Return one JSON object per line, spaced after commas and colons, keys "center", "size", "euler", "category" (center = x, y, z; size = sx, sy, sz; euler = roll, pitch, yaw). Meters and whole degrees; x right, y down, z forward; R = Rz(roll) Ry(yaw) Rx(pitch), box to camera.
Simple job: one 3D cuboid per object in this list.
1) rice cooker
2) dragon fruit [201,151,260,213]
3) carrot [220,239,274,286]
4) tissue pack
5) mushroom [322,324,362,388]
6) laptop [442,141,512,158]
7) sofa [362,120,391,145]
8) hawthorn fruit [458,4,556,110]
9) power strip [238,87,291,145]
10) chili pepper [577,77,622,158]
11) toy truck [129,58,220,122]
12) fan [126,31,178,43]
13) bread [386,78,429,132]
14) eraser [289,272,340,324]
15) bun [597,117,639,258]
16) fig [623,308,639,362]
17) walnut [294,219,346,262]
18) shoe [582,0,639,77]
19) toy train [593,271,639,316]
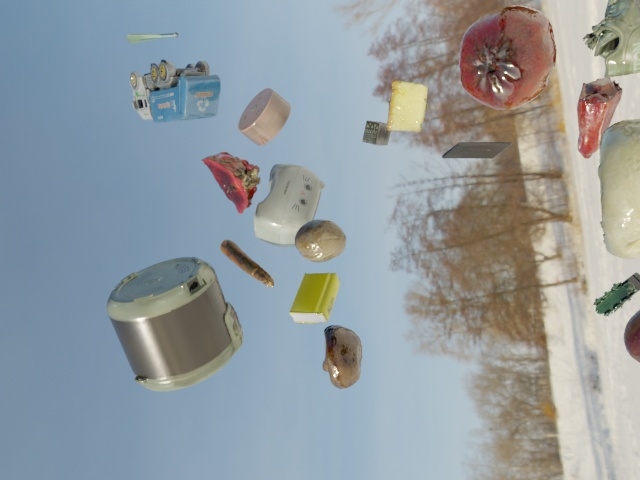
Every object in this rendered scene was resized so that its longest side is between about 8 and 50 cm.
{"center": [-0.407, 0.241, 1.611], "size": [0.335, 0.335, 0.325], "euler": [-53, -49, -59], "category": "rice cooker"}
{"center": [-0.298, -0.241, 2.153], "size": [0.134, 0.211, 0.262], "euler": [-43, -62, -25], "category": "dragon fruit"}
{"center": [-0.287, 0.096, 2.249], "size": [0.066, 0.314, 0.066], "euler": [-36, -33, -29], "category": "carrot"}
{"center": [-0.122, -0.141, 2.331], "size": [0.229, 0.235, 0.333], "euler": [98, -172, -57], "category": "tissue pack"}
{"center": [0.079, 0.382, 1.898], "size": [0.231, 0.138, 0.194], "euler": [-96, 7, -52], "category": "mushroom"}
{"center": [0.523, -0.301, 1.887], "size": [0.135, 0.197, 0.016], "euler": [135, 130, -73], "category": "laptop"}
{"center": [0.151, -0.283, 1.491], "size": [0.118, 0.039, 0.060], "euler": [-19, -57, -64], "category": "sofa"}
{"center": [0.318, -0.307, 0.928], "size": [0.194, 0.157, 0.157], "euler": [-38, -60, -37], "category": "hawthorn fruit"}
{"center": [-0.158, -0.349, 1.585], "size": [0.078, 0.154, 0.154], "euler": [33, -132, -31], "category": "power strip"}
{"center": [0.832, -0.352, 1.715], "size": [0.144, 0.136, 0.253], "euler": [-106, 6, -54], "category": "chili pepper"}
{"center": [-0.447, -0.452, 1.720], "size": [0.146, 0.367, 0.175], "euler": [-15, -74, -38], "category": "toy truck"}
{"center": [-0.572, -0.693, 1.919], "size": [0.038, 0.193, 0.016], "euler": [64, -149, -58], "category": "fan"}
{"center": [0.179, -0.273, 1.151], "size": [0.109, 0.084, 0.080], "euler": [38, -120, -81], "category": "bread"}
{"center": [-0.019, 0.233, 2.294], "size": [0.069, 0.158, 0.226], "euler": [66, -147, -40], "category": "eraser"}
{"center": [0.824, -0.131, 1.426], "size": [0.359, 0.210, 0.360], "euler": [12, -104, -60], "category": "bun"}
{"center": [0.813, 0.174, 1.289], "size": [0.145, 0.170, 0.274], "euler": [-27, -48, -43], "category": "fig"}
{"center": [0.000, 0.001, 1.764], "size": [0.140, 0.162, 0.140], "euler": [54, -160, -31], "category": "walnut"}
{"center": [0.634, -0.469, 1.206], "size": [0.109, 0.149, 0.293], "euler": [54, -150, -55], "category": "shoe"}
{"center": [0.959, 0.179, 1.814], "size": [0.111, 0.170, 0.071], "euler": [-22, -117, -30], "category": "toy train"}
